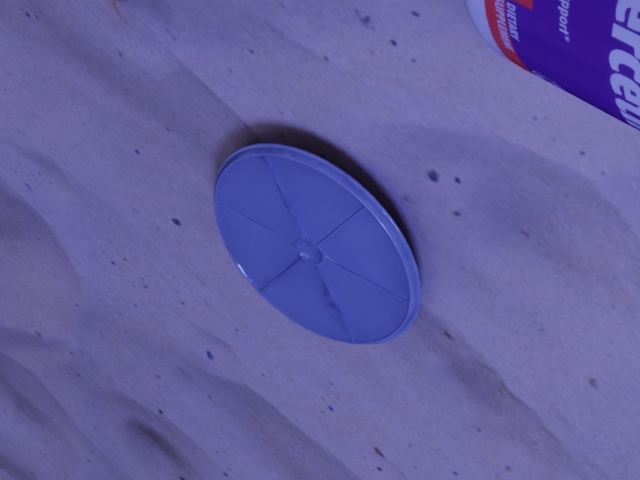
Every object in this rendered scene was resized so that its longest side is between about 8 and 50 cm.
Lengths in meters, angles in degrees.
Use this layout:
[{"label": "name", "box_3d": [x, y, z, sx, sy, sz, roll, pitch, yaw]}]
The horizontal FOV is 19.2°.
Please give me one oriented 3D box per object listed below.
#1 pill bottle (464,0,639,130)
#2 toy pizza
[{"label": "pill bottle", "box_3d": [0.239, -0.122, 0.989, 0.323, 0.181, 0.181, 34, 145, 37]}, {"label": "toy pizza", "box_3d": [0.000, 0.000, 1.525, 0.201, 0.032, 0.201, 25, 141, 23]}]
